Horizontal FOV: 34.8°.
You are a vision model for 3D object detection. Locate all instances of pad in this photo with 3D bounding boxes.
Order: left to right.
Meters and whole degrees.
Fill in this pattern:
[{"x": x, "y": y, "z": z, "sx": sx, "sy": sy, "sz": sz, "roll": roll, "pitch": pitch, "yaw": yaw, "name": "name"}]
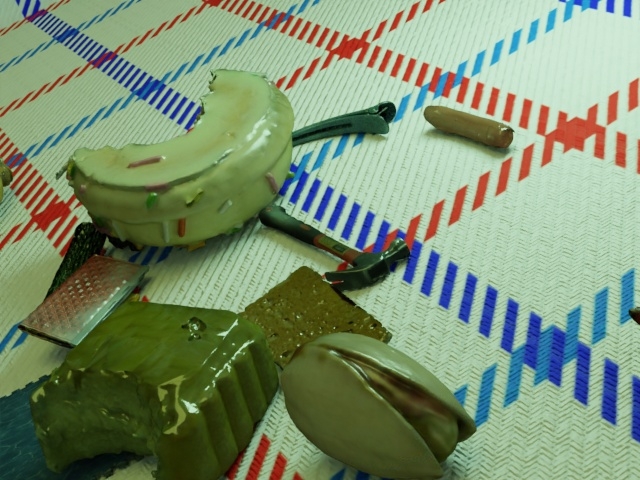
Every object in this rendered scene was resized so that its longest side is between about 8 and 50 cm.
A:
[{"x": -0.354, "y": 0.251, "z": 1.306, "sx": 0.270, "sy": 0.012, "sz": 0.269, "roll": -28, "pitch": 32, "yaw": -10, "name": "pad"}]

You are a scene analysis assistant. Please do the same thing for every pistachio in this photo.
[{"x": 0.052, "y": 0.169, "z": 1.056, "sx": 0.215, "sy": 0.144, "sz": 0.144, "roll": 18, "pitch": 48, "yaw": 37, "name": "pistachio"}]

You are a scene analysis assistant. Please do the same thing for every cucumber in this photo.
[{"x": -0.381, "y": 0.044, "z": 1.594, "sx": 0.058, "sy": 0.058, "sz": 0.187, "roll": -12, "pitch": 35, "yaw": 16, "name": "cucumber"}]

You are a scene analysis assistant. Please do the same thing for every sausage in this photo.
[{"x": 0.228, "y": -0.175, "z": 1.569, "sx": 0.043, "sy": 0.043, "sz": 0.186, "roll": -35, "pitch": 34, "yaw": -20, "name": "sausage"}]

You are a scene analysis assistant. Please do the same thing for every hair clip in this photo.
[{"x": 0.016, "y": -0.184, "z": 1.728, "sx": 0.229, "sy": 0.039, "sz": 0.070, "roll": -12, "pitch": 32, "yaw": 25, "name": "hair clip"}]

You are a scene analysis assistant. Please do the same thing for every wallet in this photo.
[{"x": -0.341, "y": 0.084, "z": 1.485, "sx": 0.103, "sy": 0.020, "sz": 0.196, "roll": 15, "pitch": 38, "yaw": 17, "name": "wallet"}]

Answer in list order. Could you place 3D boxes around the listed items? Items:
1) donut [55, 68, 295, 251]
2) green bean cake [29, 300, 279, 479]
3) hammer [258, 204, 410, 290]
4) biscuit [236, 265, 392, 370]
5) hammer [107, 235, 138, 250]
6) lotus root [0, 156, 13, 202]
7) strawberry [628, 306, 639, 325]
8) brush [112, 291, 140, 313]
[{"x": -0.196, "y": -0.120, "z": 1.617, "sx": 0.371, "sy": 0.150, "sz": 0.307, "roll": -34, "pitch": 40, "yaw": -21, "name": "donut"}, {"x": -0.194, "y": 0.178, "z": 1.194, "sx": 0.236, "sy": 0.124, "sz": 0.233, "roll": 4, "pitch": 35, "yaw": 29, "name": "green bean cake"}, {"x": 0.000, "y": 0.000, "z": 1.452, "sx": 0.111, "sy": 0.033, "sz": 0.288, "roll": -34, "pitch": 33, "yaw": -20, "name": "hammer"}, {"x": -0.012, "y": 0.112, "z": 1.283, "sx": 0.131, "sy": 0.025, "sz": 0.231, "roll": -37, "pitch": 34, "yaw": -11, "name": "biscuit"}, {"x": -0.236, "y": -0.080, "z": 1.725, "sx": 0.297, "sy": 0.027, "sz": 0.125, "roll": -40, "pitch": 40, "yaw": -26, "name": "hammer"}, {"x": -0.688, "y": -0.067, "z": 1.885, "sx": 0.146, "sy": 0.131, "sz": 0.303, "roll": 1, "pitch": 38, "yaw": 31, "name": "lotus root"}, {"x": 0.425, "y": 0.090, "z": 0.982, "sx": 0.174, "sy": 0.098, "sz": 0.228, "roll": -30, "pitch": 31, "yaw": -11, "name": "strawberry"}, {"x": -0.255, "y": 0.115, "z": 1.438, "sx": 0.272, "sy": 0.013, "sz": 0.103, "roll": 9, "pitch": 38, "yaw": 43, "name": "brush"}]
